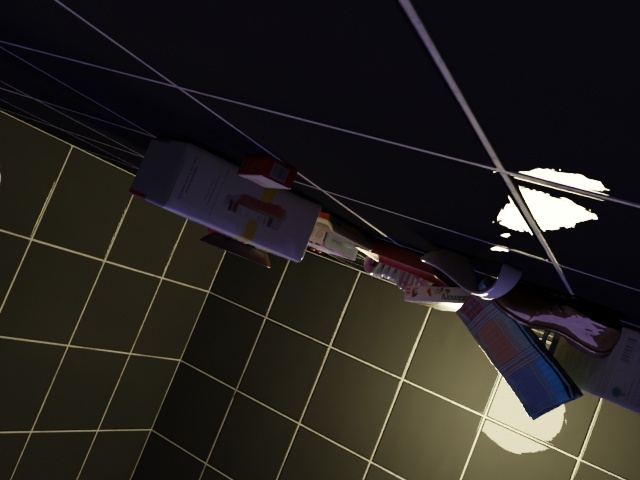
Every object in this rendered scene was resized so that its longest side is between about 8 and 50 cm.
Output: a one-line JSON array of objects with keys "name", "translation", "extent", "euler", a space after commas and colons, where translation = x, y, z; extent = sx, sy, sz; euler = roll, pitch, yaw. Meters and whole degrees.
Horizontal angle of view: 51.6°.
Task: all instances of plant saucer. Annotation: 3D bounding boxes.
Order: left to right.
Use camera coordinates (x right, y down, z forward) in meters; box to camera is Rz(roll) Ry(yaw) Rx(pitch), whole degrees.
[{"name": "plant saucer", "translation": [-0.214, 0.021, 1.716], "extent": [0.199, 0.036, 0.198], "euler": [21, 176, 2]}, {"name": "plant saucer", "translation": [0.258, 0.063, 1.990], "extent": [0.259, 0.047, 0.259], "euler": [20, 176, 25]}]

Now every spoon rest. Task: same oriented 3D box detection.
[{"name": "spoon rest", "translation": [0.331, 0.077, 1.507], "extent": [0.137, 0.084, 0.276], "euler": [24, 175, -26]}]

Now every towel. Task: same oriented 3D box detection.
[{"name": "towel", "translation": [0.512, 0.296, 1.775], "extent": [0.370, 0.040, 0.271], "euler": [55, 159, 19]}]

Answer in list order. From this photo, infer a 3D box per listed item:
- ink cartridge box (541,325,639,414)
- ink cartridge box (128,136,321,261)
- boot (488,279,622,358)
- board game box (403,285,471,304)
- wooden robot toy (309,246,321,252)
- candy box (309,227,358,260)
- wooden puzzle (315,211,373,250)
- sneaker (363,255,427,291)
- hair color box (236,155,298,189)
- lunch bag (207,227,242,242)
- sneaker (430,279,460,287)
[{"name": "ink cartridge box", "translation": [0.701, 0.295, 1.665], "extent": [0.065, 0.185, 0.311], "euler": [22, 178, -40]}, {"name": "ink cartridge box", "translation": [-0.234, -0.100, 1.639], "extent": [0.385, 0.160, 0.279], "euler": [25, 176, -34]}, {"name": "boot", "translation": [0.537, 0.151, 1.519], "extent": [0.305, 0.112, 0.115], "euler": [25, 147, 19]}, {"name": "board game box", "translation": [0.434, 0.185, 2.049], "extent": [0.193, 0.053, 0.305], "euler": [17, 168, -37]}, {"name": "wooden robot toy", "translation": [0.000, 0.000, 2.423], "extent": [0.173, 0.076, 0.079], "euler": [21, 165, 16]}, {"name": "candy box", "translation": [0.009, -0.006, 2.247], "extent": [0.165, 0.070, 0.196], "euler": [25, 174, -42]}, {"name": "wooden puzzle", "translation": [0.014, -0.050, 1.877], "extent": [0.239, 0.044, 0.221], "euler": [25, 179, 40]}, {"name": "sneaker", "translation": [0.273, 0.112, 2.329], "extent": [0.236, 0.095, 0.104], "euler": [26, -176, 19]}, {"name": "hair color box", "translation": [-0.108, -0.136, 1.321], "extent": [0.072, 0.043, 0.141], "euler": [24, 175, -26]}, {"name": "lunch bag", "translation": [-0.235, -0.046, 2.118], "extent": [0.258, 0.120, 0.293], "euler": [-2, -175, -22]}, {"name": "sneaker", "translation": [0.424, 0.173, 2.255], "extent": [0.051, 0.089, 0.170], "euler": [24, 176, -26]}]
